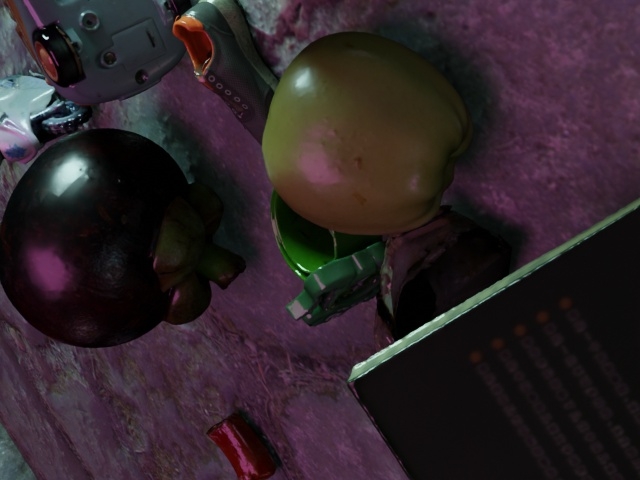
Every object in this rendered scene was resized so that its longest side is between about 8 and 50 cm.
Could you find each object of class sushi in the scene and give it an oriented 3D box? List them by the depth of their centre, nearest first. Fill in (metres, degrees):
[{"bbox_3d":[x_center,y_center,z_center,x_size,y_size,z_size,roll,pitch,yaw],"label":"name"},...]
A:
[{"bbox_3d":[0.110,0.073,1.040,0.109,0.134,0.273,52,164,28],"label":"sushi"}]

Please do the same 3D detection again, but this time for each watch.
[{"bbox_3d":[0.000,0.000,1.095,0.152,0.131,0.165,58,149,13],"label":"watch"}]

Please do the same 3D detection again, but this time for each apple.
[{"bbox_3d":[0.037,-0.096,0.904,0.200,0.200,0.200,32,141,31],"label":"apple"}]

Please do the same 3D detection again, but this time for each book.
[{"bbox_3d":[0.240,0.117,0.740,0.371,0.043,0.260,-32,91,12],"label":"book"}]

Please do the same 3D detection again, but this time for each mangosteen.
[{"bbox_3d":[-0.275,0.009,1.303,0.300,0.300,0.300,32,141,31],"label":"mangosteen"}]

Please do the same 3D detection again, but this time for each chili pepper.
[{"bbox_3d":[-0.127,0.345,1.604,0.123,0.073,0.070,54,-171,4],"label":"chili pepper"}]

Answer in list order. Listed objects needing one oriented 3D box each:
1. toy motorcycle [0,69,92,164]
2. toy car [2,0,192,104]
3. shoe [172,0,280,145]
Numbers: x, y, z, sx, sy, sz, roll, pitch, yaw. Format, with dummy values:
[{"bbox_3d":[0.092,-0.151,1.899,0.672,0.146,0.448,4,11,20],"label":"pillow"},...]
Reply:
[{"bbox_3d":[-0.474,-0.169,1.457,0.239,0.204,0.108,9,137,52],"label":"toy motorcycle"},{"bbox_3d":[-0.288,-0.292,1.153,0.212,0.180,0.271,4,122,62],"label":"toy car"},{"bbox_3d":[-0.100,-0.179,1.092,0.074,0.077,0.194,-6,114,53],"label":"shoe"}]
